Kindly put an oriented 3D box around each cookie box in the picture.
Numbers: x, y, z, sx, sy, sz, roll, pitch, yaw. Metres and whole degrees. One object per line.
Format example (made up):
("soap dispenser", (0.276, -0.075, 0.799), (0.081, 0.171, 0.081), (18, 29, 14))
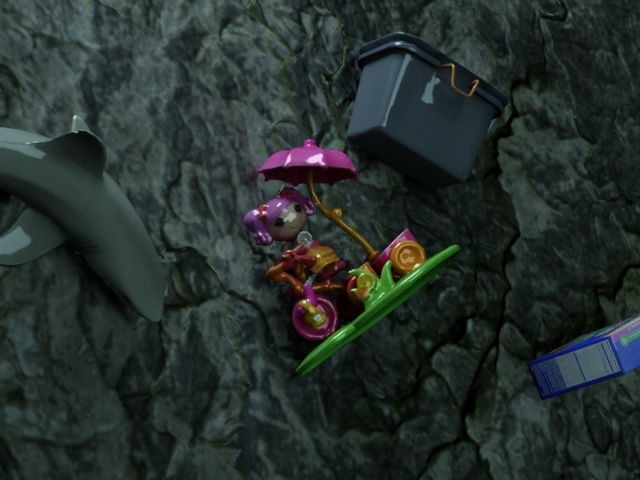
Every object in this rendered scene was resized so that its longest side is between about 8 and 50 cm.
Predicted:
("cookie box", (0.259, 0.102, 1.499), (0.092, 0.107, 0.040), (-21, 87, -41))

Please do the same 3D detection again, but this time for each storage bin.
("storage bin", (0.093, -0.110, 1.468), (0.135, 0.098, 0.091), (29, 68, -27))

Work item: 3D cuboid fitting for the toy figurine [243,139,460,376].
("toy figurine", (0.000, 0.000, 1.357), (0.173, 0.130, 0.159), (-37, 83, -17))

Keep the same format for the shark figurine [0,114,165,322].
("shark figurine", (-0.217, -0.051, 1.185), (0.278, 0.116, 0.166), (15, 63, -35))
